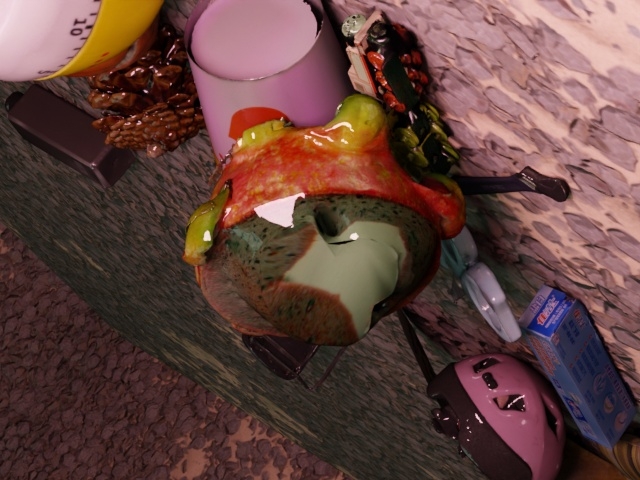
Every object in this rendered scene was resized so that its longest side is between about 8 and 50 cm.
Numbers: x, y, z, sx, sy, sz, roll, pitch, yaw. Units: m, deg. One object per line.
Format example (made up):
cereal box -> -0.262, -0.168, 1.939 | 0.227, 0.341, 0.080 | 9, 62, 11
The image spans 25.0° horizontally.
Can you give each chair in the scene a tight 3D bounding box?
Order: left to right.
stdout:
chair -> -0.051, 0.148, 2.371 | 0.140, 0.145, 0.221 | 41, 167, -11

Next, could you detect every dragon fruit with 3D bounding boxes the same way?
dragon fruit -> 0.000, 0.000, 1.365 | 0.268, 0.130, 0.295 | 4, 135, -13

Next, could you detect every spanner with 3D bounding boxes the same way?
spanner -> 0.183, -0.054, 1.431 | 0.046, 0.012, 0.208 | 41, 166, -18

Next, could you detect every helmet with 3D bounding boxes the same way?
helmet -> 0.252, 0.241, 1.926 | 0.253, 0.154, 0.198 | 31, -159, -46

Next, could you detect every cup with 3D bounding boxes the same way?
cup -> -0.036, -0.120, 1.439 | 0.203, 0.203, 0.288 | 30, 157, 28

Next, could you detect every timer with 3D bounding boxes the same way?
timer -> -0.226, -0.284, 1.322 | 0.285, 0.285, 0.285 | 35, 166, 10

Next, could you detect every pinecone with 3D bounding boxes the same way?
pinecone -> -0.200, -0.180, 1.686 | 0.173, 0.173, 0.173 | 35, 166, 10

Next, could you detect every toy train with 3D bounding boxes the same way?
toy train -> 0.074, -0.131, 1.371 | 0.085, 0.053, 0.250 | 31, 165, 29

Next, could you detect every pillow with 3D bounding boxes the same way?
pillow -> 0.457, 0.314, 1.852 | 0.208, 0.052, 0.212 | 42, 166, -33

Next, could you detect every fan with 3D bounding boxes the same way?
fan -> 0.180, 0.226, 2.077 | 0.329, 0.009, 0.191 | 61, -173, -25

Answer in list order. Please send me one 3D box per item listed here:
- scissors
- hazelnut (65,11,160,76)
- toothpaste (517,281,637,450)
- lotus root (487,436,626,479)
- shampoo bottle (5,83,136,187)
scissors -> 0.163, 0.045, 1.678 | 0.191, 0.029, 0.360 | 60, 175, 8
hazelnut -> -0.260, -0.261, 1.531 | 0.182, 0.182, 0.182 | 35, 166, 10
toothpaste -> 0.301, 0.150, 1.679 | 0.053, 0.066, 0.272 | 26, 162, 39
lotus root -> 0.355, 0.380, 2.130 | 0.260, 0.149, 0.267 | 43, 162, -24
shampoo bottle -> -0.418, -0.177, 2.352 | 0.246, 0.079, 0.080 | 30, 163, 27
